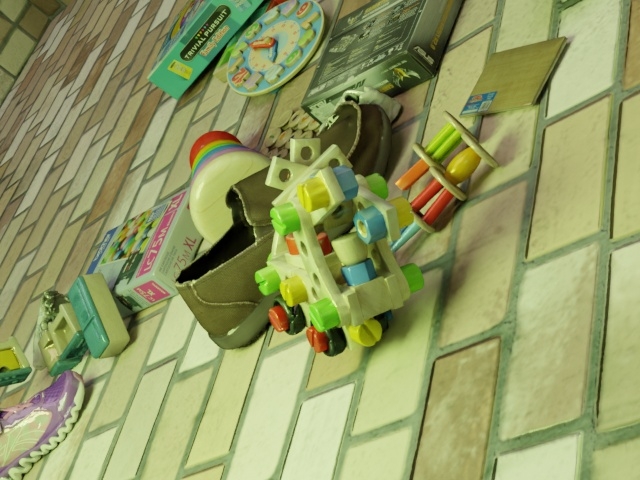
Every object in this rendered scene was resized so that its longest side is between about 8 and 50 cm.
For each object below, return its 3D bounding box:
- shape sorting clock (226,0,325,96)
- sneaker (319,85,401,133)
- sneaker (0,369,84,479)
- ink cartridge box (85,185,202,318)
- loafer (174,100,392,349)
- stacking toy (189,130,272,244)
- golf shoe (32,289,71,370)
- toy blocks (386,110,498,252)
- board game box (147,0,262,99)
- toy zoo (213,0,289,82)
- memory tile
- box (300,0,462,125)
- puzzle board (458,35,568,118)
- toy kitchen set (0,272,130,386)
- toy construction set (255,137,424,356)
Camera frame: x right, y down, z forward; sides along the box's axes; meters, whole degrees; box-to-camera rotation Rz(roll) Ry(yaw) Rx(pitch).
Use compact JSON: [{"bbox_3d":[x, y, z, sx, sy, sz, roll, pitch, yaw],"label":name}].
[{"bbox_3d":[-0.079,-0.330,1.930,0.206,0.040,0.206,-25,47,30],"label":"shape sorting clock"},{"bbox_3d":[0.042,-0.174,1.536,0.152,0.061,0.054,-18,43,52],"label":"sneaker"},{"bbox_3d":[-0.452,0.279,1.707,0.236,0.104,0.095,-46,24,8],"label":"sneaker"},{"bbox_3d":[-0.302,0.038,1.832,0.311,0.065,0.186,-26,35,46],"label":"ink cartridge box"},{"bbox_3d":[-0.048,-0.037,1.419,0.366,0.130,0.134,-54,25,-6],"label":"loafer"},{"bbox_3d":[-0.132,-0.096,1.658,0.141,0.141,0.330,-48,20,6],"label":"stacking toy"},{"bbox_3d":[-0.466,0.152,1.951,0.086,0.069,0.176,-54,18,21],"label":"golf shoe"},{"bbox_3d":[0.117,-0.062,1.269,0.148,0.054,0.123,-46,26,11],"label":"toy blocks"},{"bbox_3d":[-0.195,-0.469,2.245,0.336,0.079,0.254,-43,22,33],"label":"board game box"},{"bbox_3d":[-0.084,-0.438,2.133,0.192,0.030,0.293,-16,43,51],"label":"toy zoo"},{"bbox_3d":[-0.048,-0.152,1.711,0.113,0.012,0.148,-56,25,-10],"label":"memory tile"},{"bbox_3d":[0.087,-0.272,1.595,0.231,0.056,0.183,-20,39,48],"label":"box"},{"bbox_3d":[0.221,-0.184,1.309,0.128,0.011,0.096,-2,55,59],"label":"puzzle board"},{"bbox_3d":[-0.417,0.164,1.730,0.207,0.166,0.122,-50,60,43],"label":"toy kitchen set"},{"bbox_3d":[0.000,0.000,1.205,0.151,0.215,0.328,-19,16,-6],"label":"toy construction set"}]
